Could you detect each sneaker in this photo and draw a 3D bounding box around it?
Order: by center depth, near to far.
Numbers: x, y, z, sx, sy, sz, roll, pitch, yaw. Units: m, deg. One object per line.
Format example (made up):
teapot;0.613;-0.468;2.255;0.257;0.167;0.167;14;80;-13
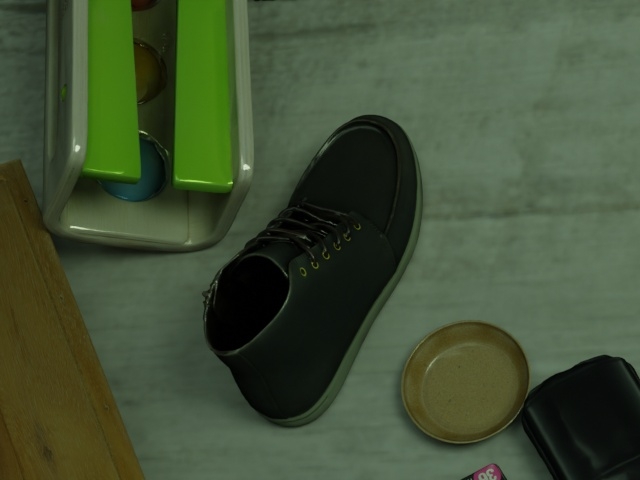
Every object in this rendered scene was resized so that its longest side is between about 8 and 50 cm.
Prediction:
sneaker;0.000;0.000;1.184;0.083;0.118;0.222;11;68;23

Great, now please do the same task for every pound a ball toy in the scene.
pound a ball toy;-0.165;-0.159;1.290;0.208;0.135;0.319;5;60;-18

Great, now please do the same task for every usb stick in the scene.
usb stick;0.205;0.187;1.066;0.077;0.045;0.278;-26;59;-4

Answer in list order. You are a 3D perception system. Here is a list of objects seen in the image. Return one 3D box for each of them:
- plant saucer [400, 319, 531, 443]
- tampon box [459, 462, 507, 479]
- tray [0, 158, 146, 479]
plant saucer;0.093;0.091;1.168;0.083;0.015;0.083;-8;62;14
tampon box;0.091;0.233;1.046;0.120;0.101;0.161;-29;59;3
tray;-0.222;0.150;1.178;0.203;0.076;0.411;-19;58;-11
